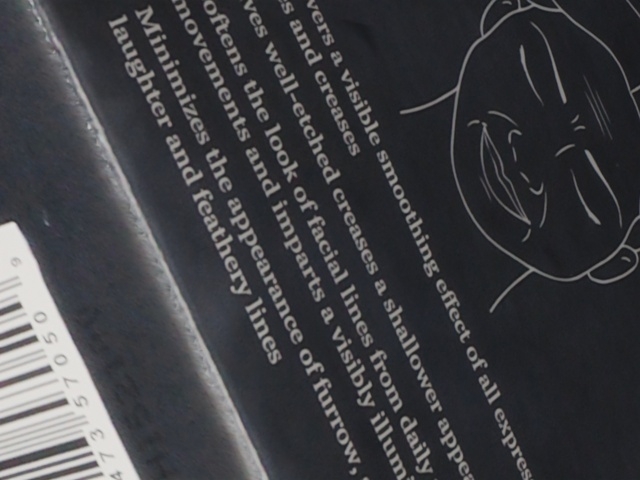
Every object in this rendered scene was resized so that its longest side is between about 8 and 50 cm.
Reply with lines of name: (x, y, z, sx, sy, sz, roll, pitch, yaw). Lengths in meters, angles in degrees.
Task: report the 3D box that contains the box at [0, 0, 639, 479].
box: (0.000, 0.000, 0.784, 0.395, 0.212, 0.293, -31, 98, -49)
